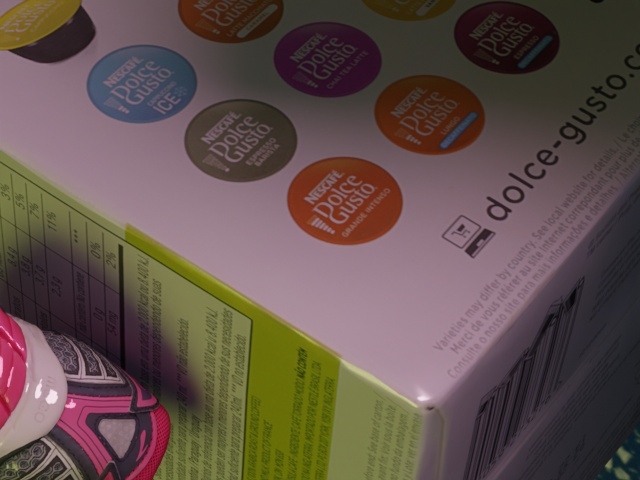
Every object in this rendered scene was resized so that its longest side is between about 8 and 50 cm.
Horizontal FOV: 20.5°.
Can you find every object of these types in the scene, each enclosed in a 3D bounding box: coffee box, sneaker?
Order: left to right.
[{"bbox_3d":[-0.180,0.102,0.868,0.112,0.120,0.299,25,163,-24],"label":"sneaker"},{"bbox_3d":[0.000,0.000,0.967,0.334,0.337,0.338,31,144,21],"label":"coffee box"}]
